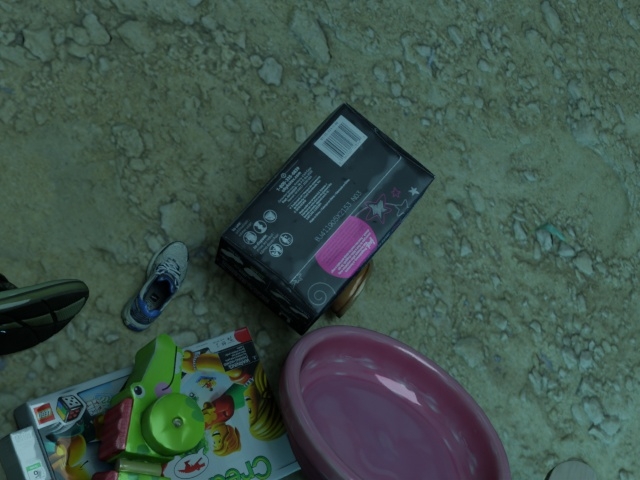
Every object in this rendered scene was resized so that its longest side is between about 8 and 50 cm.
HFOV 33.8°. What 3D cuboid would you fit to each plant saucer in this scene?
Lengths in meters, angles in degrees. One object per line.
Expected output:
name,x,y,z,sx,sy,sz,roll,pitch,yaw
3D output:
plant saucer,0.084,0.251,1.334,0.332,0.084,0.332,26,29,-16

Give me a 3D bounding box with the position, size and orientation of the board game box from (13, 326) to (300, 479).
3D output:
board game box,-0.184,0.237,1.247,0.305,0.053,0.193,-17,81,-37

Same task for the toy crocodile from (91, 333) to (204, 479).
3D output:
toy crocodile,-0.200,0.264,1.117,0.105,0.115,0.340,17,63,-27

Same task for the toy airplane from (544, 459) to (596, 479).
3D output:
toy airplane,0.272,0.491,1.304,0.384,0.272,0.386,-6,74,-35

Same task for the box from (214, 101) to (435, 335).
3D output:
box,0.001,-0.026,1.371,0.163,0.142,0.247,40,71,4

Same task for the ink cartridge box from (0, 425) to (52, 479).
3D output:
ink cartridge box,-0.314,0.264,1.143,0.029,0.063,0.115,-18,81,-35

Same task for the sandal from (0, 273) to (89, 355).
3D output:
sandal,-0.395,0.070,1.145,0.303,0.120,0.086,-5,60,-35

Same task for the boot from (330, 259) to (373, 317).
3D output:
boot,0.000,0.000,1.472,0.152,0.073,0.197,24,60,-14

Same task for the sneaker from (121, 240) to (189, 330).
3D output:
sneaker,-0.194,0.053,1.317,0.052,0.058,0.135,35,54,-17
